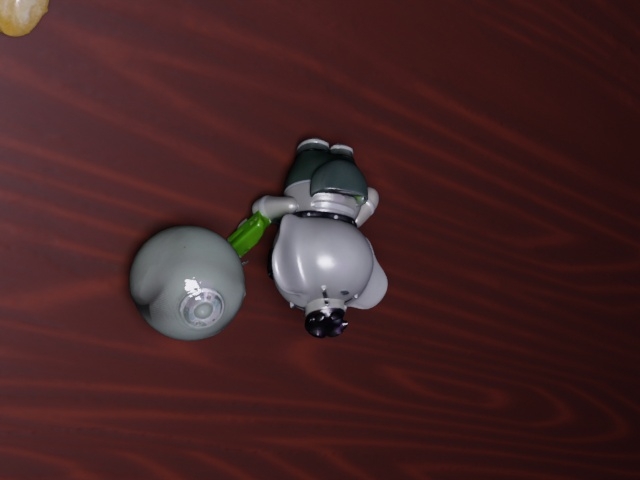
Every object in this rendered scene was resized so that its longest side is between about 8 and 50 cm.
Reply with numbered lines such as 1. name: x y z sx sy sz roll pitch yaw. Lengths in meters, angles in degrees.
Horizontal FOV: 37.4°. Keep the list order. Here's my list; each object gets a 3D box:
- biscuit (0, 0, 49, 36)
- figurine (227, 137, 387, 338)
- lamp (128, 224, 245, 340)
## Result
1. biscuit: -0.288 -0.226 0.656 0.234 0.030 0.153 10 97 -42
2. figurine: 0.000 0.000 0.910 0.147 0.126 0.192 14 64 -31
3. lamp: -0.118 0.038 0.845 0.105 0.105 0.105 -15 115 -36
